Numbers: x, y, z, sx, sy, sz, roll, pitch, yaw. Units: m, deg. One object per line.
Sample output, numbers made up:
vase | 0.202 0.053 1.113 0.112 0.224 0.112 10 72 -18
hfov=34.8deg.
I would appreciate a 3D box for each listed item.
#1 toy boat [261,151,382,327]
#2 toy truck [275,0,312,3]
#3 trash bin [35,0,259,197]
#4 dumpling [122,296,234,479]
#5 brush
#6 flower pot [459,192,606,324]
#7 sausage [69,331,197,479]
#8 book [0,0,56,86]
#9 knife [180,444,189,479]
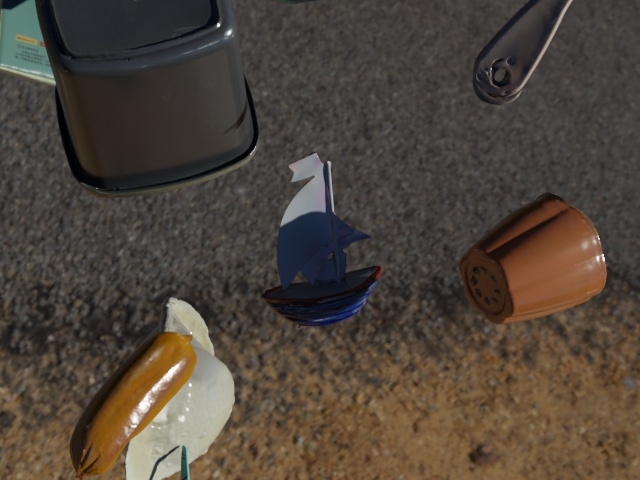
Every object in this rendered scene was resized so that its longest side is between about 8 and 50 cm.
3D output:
toy boat | -0.019 0.023 1.753 0.072 0.219 0.318 42 -16 55
toy truck | -0.067 -0.381 1.212 0.156 0.279 0.155 -52 135 -17
trash bin | -0.173 -0.163 1.040 0.210 0.290 0.182 -13 68 -8
dumpling | -0.198 0.198 1.375 0.175 0.226 0.243 -7 34 -18
brush | 0.235 -0.257 0.914 0.072 0.313 0.067 40 12 13
flower pot | 0.325 0.043 1.607 0.173 0.190 0.190 -24 71 -26
sausage | -0.183 0.152 0.992 0.062 0.054 0.183 20 51 32
book | -0.345 -0.384 1.503 0.264 0.031 0.379 14 64 -37
knife | -0.172 0.301 1.296 0.005 0.014 0.091 33 37 -42
